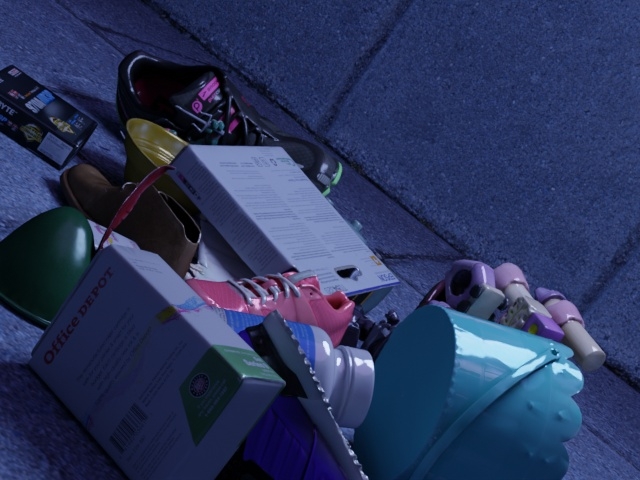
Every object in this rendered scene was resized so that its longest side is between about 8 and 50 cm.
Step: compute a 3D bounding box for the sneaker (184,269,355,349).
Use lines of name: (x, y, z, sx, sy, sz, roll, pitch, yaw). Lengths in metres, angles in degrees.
sneaker: (-0.072, 0.085, 1.776, 0.314, 0.136, 0.116, 24, 15, -48)

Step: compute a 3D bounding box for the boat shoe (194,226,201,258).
boat shoe: (-0.187, -0.003, 2.048, 0.049, 0.040, 0.142, 37, 10, 2)

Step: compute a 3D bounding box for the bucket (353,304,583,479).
bucket: (0.178, 0.223, 1.627, 0.183, 0.281, 0.281, 23, 15, -19)

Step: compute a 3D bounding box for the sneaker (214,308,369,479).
sneaker: (-0.043, 0.229, 1.331, 0.293, 0.146, 0.102, 65, -7, -6)

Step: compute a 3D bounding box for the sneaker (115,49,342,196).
sneaker: (-0.187, -0.195, 2.335, 0.483, 0.185, 0.202, 26, -23, 18)

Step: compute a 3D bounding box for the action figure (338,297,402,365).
action figure: (0.051, 0.130, 2.073, 0.185, 0.099, 0.285, 18, 11, -14)

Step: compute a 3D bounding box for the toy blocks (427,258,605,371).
toy blocks: (0.224, 0.150, 2.026, 0.309, 0.288, 0.260, 26, 21, -34)

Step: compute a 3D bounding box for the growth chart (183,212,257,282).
growth chart: (-0.128, 0.041, 1.974, 0.172, 0.021, 0.237, 35, 24, -16)

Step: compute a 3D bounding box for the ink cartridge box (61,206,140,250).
ink cartridge box: (-0.281, 0.019, 1.634, 0.122, 0.052, 0.088, 29, 12, -37)

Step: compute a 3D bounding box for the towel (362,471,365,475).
towel: (-0.053, 0.210, 1.580, 0.209, 0.034, 0.285, 31, 13, -34)

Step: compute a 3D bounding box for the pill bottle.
pill bottle: (-0.058, 0.146, 1.427, 0.222, 0.124, 0.124, 11, 18, -17)

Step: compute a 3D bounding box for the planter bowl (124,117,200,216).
planter bowl: (-0.252, -0.096, 2.099, 0.217, 0.090, 0.217, 37, 16, -13)

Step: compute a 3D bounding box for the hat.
hat: (-0.276, -0.020, 1.461, 0.173, 0.183, 0.208, 31, 12, -21)

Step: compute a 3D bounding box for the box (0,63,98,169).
box: (-0.451, -0.198, 2.037, 0.175, 0.051, 0.220, 34, 11, -8)

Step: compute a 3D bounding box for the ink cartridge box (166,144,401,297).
ink cartridge box: (-0.052, -0.018, 2.064, 0.330, 0.071, 0.324, 50, 20, 14)

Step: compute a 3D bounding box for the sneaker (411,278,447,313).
sneaker: (0.234, 0.149, 2.378, 0.106, 0.162, 0.281, 39, 11, 16)

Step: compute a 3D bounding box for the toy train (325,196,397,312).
toy train: (0.000, 0.000, 2.409, 0.334, 0.142, 0.190, 43, 0, 40)

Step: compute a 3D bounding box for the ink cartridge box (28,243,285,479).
ink cartridge box: (-0.163, 0.127, 1.257, 0.212, 0.154, 0.093, 41, 12, 26)

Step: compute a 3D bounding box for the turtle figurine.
turtle figurine: (-0.226, -0.136, 2.242, 0.234, 0.175, 0.118, 46, -6, 9)

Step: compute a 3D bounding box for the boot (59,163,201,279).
boot: (-0.260, -0.041, 1.795, 0.112, 0.115, 0.305, 21, 17, -47)
